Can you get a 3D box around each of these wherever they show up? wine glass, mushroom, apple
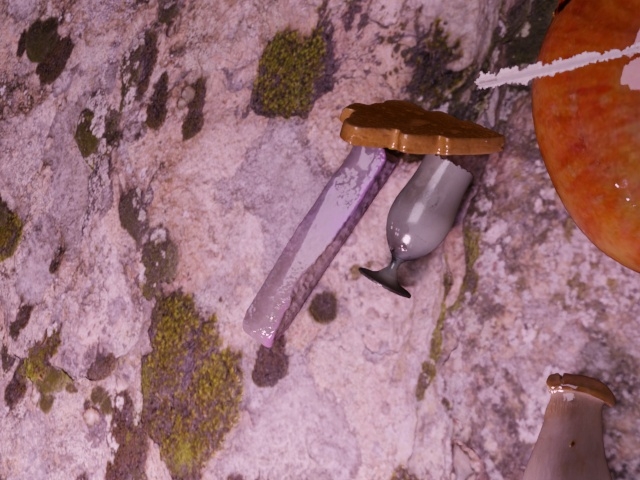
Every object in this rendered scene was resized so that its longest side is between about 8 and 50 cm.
[{"bbox_3d":[0.140,-0.024,0.863,0.093,0.093,0.202,31,98,34],"label":"wine glass"},{"bbox_3d":[0.293,0.274,0.710,0.116,0.093,0.224,-1,69,10],"label":"mushroom"},{"bbox_3d":[0.416,-0.153,0.586,0.401,0.334,0.399,6,102,30],"label":"apple"}]

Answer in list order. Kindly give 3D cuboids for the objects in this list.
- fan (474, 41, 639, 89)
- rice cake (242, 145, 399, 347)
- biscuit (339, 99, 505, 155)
[{"bbox_3d":[0.285,-0.158,0.461,0.329,0.009,0.190,-9,92,27],"label":"fan"},{"bbox_3d":[0.000,0.000,0.966,0.070,0.064,0.398,38,101,23],"label":"rice cake"},{"bbox_3d":[0.140,-0.154,0.850,0.239,0.212,0.041,18,117,21],"label":"biscuit"}]
